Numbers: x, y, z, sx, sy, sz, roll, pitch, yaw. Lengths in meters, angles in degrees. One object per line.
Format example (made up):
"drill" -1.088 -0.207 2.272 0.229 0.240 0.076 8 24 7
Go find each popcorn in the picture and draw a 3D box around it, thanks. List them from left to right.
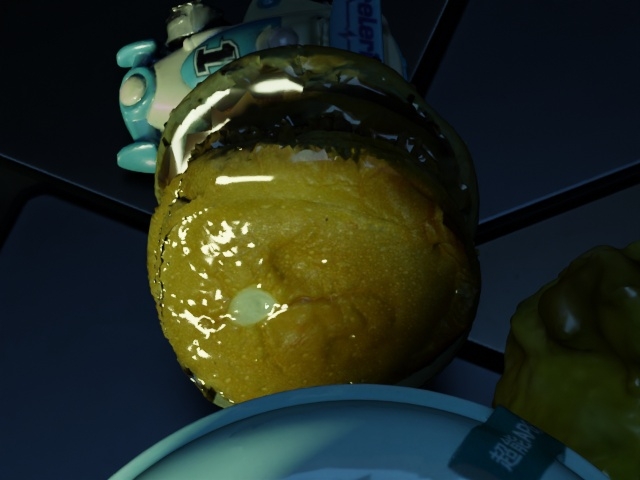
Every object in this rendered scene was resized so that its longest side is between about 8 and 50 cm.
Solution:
"popcorn" 0.172 0.072 0.883 0.197 0.197 0.156 11 99 6

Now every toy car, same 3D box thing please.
"toy car" -0.032 -0.091 1.003 0.161 0.098 0.126 -1 67 0

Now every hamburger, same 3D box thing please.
"hamburger" 0.000 0.000 0.932 0.177 0.185 0.113 -40 27 22

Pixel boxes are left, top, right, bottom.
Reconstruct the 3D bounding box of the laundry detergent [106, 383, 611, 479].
"laundry detergent" 0.016 0.220 0.768 0.287 0.305 0.287 -1 69 1
